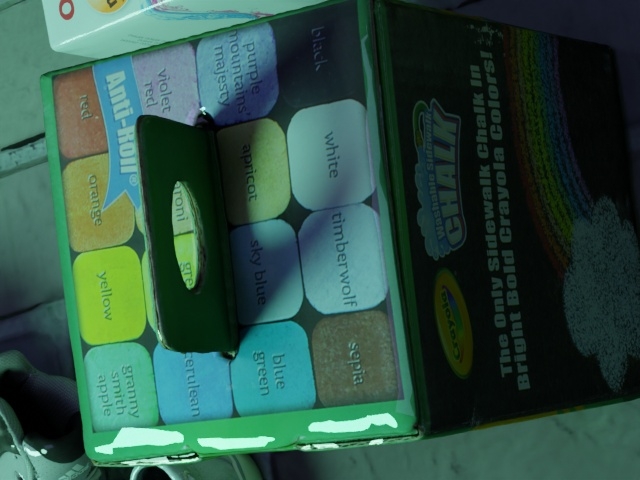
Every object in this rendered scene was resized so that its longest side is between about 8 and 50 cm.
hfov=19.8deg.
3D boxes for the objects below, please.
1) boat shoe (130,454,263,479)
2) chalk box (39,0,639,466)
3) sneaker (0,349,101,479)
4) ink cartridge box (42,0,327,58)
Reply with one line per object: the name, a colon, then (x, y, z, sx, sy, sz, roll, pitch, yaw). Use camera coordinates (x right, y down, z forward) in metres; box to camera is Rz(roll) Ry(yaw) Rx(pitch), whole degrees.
boat shoe: (-0.061, 0.219, 0.973, 0.079, 0.081, 0.228, -18, 79, 33)
chalk box: (0.000, 0.000, 0.807, 0.179, 0.289, 0.180, -9, 84, 34)
sneaker: (-0.140, 0.161, 0.998, 0.229, 0.086, 0.132, 58, 150, 21)
ink cartridge box: (-0.048, -0.174, 0.940, 0.176, 0.127, 0.128, -17, 80, 34)
